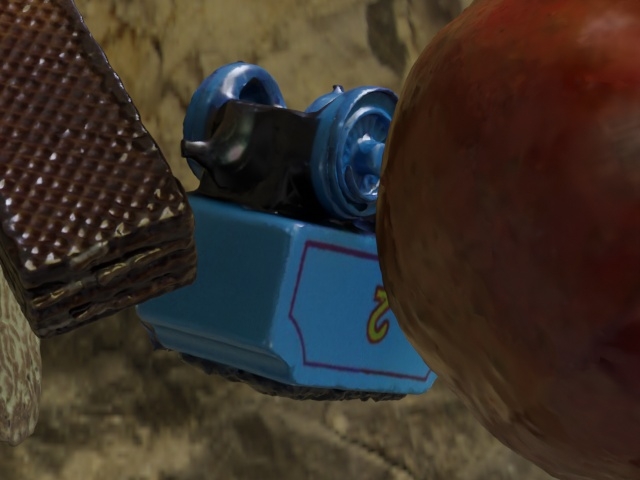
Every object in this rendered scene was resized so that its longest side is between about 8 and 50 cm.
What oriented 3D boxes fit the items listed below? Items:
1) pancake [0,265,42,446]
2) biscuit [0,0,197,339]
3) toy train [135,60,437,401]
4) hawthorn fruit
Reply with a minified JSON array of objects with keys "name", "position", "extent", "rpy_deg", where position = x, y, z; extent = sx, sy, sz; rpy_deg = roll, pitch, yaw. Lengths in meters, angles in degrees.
[{"name":"pancake","position":[-0.237,0.034,1.329],"extent":[0.029,0.235,0.212],"rpy_deg":[-14,-52,11]},{"name":"biscuit","position":[-0.165,-0.061,1.124],"extent":[0.106,0.252,0.070],"rpy_deg":[-21,-38,-15]},{"name":"toy train","position":[0.000,0.000,1.563],"extent":[0.300,0.188,0.265],"rpy_deg":[10,-87,-54]},{"name":"hawthorn fruit","position":[0.148,-0.031,0.686],"extent":[0.254,0.254,0.300],"rpy_deg":[-7,-17,-2]}]
